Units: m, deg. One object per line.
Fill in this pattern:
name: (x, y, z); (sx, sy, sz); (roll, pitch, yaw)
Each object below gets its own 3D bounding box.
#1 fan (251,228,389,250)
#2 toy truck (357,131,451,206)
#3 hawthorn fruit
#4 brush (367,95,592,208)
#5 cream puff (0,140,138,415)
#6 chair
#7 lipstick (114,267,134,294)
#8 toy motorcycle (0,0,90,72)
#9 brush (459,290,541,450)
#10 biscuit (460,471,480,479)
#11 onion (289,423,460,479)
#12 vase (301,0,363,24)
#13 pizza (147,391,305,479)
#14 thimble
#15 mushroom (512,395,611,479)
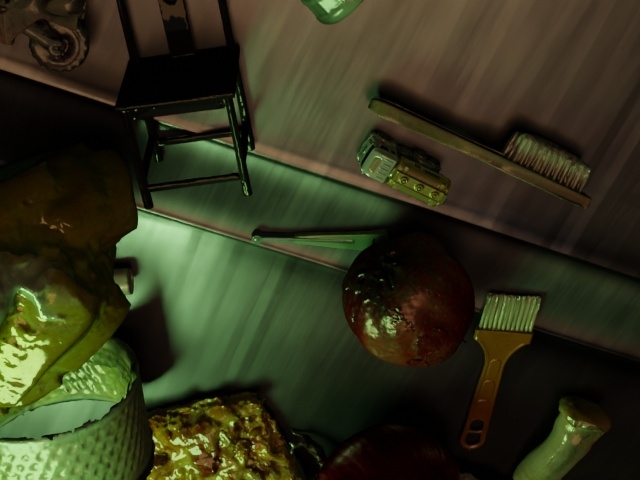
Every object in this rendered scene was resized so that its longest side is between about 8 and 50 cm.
fan: (0.000, 0.000, 1.392); (0.193, 0.016, 0.038); (2, 125, -3)
toy truck: (0.111, -0.091, 1.309); (0.123, 0.063, 0.052); (24, 120, -16)
hawthorn fruit: (0.139, 0.099, 1.370); (0.181, 0.181, 0.235); (-35, 126, 19)
brush: (0.217, -0.129, 1.293); (0.327, 0.070, 0.065); (22, 101, -13)
cream puff: (-0.382, 0.057, 1.209); (0.378, 0.378, 0.276); (-19, 105, 10)
chair: (-0.166, -0.188, 1.201); (0.154, 0.141, 0.260); (-7, 125, 3)
lipstick: (-0.337, 0.062, 1.409); (0.141, 0.040, 0.040); (-4, 123, 2)
toy motorcycle: (-0.323, -0.307, 1.145); (0.129, 0.094, 0.229); (10, 117, -6)
brush: (0.262, 0.209, 1.533); (0.090, 0.017, 0.315); (6, 123, -5)
biscuit: (0.305, 0.455, 1.663); (0.249, 0.032, 0.133); (19, 137, -9)
onion: (0.074, 0.397, 1.552); (0.273, 0.285, 0.273); (-25, 130, -34)
vase: (-0.066, -0.370, 1.088); (0.298, 0.143, 0.143); (35, 115, -25)
pizza: (-0.158, 0.328, 1.559); (0.335, 0.086, 0.226); (23, 121, -13)
thimble: (-0.370, 0.253, 1.399); (0.270, 0.271, 0.150); (-2, 120, 0)
mushroom: (0.374, 0.331, 1.585); (0.084, 0.071, 0.209); (23, 123, -9)
